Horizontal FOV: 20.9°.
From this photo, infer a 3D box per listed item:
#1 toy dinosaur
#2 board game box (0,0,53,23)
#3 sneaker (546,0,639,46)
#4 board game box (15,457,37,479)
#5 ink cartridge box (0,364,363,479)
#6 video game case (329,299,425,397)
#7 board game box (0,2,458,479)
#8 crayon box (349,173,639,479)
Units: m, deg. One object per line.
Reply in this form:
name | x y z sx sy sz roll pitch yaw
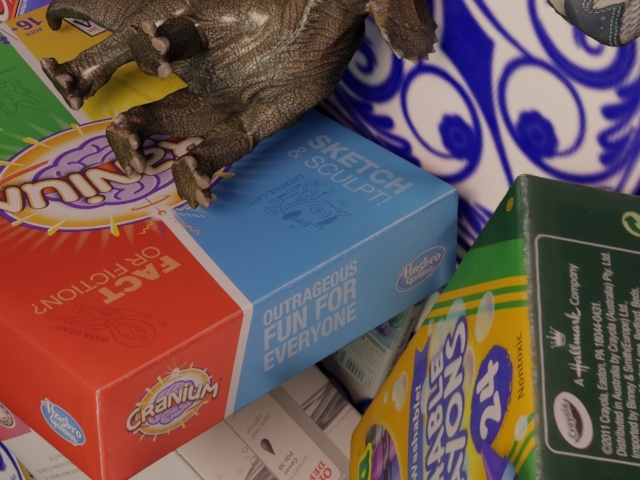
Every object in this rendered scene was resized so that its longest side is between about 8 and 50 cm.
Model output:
toy dinosaur | -0.044 -0.103 0.918 0.313 0.160 0.121 -3 114 60
board game box | -0.250 -0.178 1.205 0.213 0.046 0.317 51 146 14
sneaker | 0.182 -0.133 0.622 0.122 0.110 0.283 51 146 5
board game box | -0.154 0.216 1.391 0.243 0.042 0.165 1 117 52
ink cartridge box | -0.083 0.134 1.113 0.283 0.117 0.207 49 148 -11
video game case | 0.000 0.000 1.043 0.157 0.019 0.143 45 144 22
board game box | -0.120 -0.021 0.949 0.316 0.242 0.064 31 136 36
crayon box | 0.082 0.143 0.888 0.323 0.083 0.203 116 160 -52
